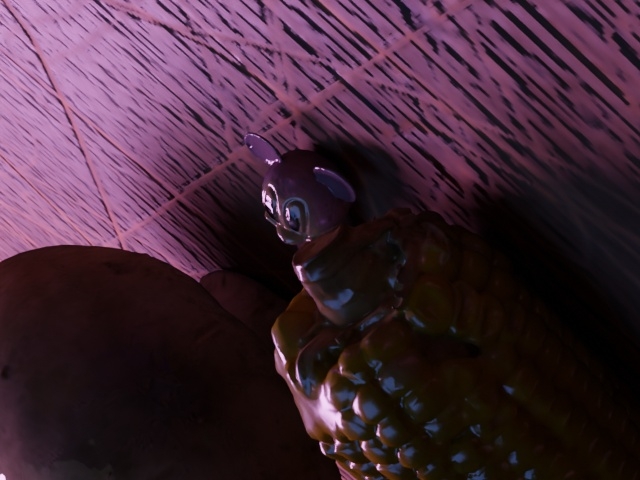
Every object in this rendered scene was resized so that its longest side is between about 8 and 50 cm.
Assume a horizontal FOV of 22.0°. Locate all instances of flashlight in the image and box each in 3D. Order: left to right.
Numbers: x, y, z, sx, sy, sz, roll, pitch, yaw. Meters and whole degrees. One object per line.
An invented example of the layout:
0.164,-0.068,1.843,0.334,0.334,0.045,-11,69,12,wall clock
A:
0.000,0.000,0.637,0.052,0.031,0.110,26,158,28,flashlight

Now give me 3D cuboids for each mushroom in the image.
-0.082,0.103,0.785,0.255,0.184,0.255,34,164,11,mushroom

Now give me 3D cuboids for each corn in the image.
0.077,0.082,0.602,0.262,0.097,0.097,45,159,-29,corn
